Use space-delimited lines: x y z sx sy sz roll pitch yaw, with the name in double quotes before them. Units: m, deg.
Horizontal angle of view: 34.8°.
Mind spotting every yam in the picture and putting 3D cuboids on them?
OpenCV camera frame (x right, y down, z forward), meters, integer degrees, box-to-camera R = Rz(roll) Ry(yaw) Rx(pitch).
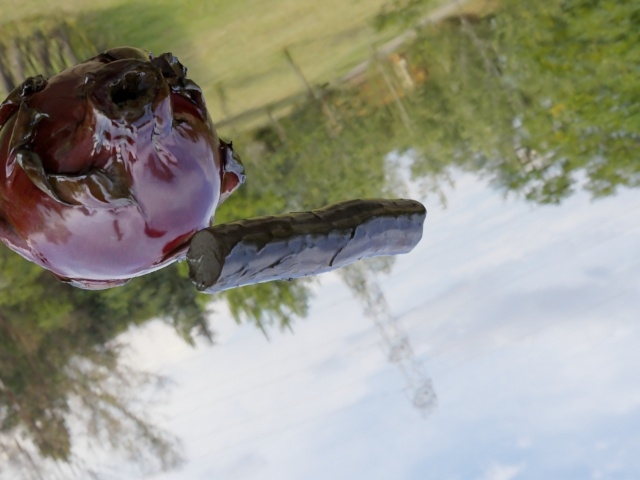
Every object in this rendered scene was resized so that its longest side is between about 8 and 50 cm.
"yam" 0.000 0.000 0.775 0.057 0.056 0.241 -24 171 42

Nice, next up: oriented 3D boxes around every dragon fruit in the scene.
"dragon fruit" -0.204 -0.068 0.998 0.315 0.250 0.250 -38 177 40
